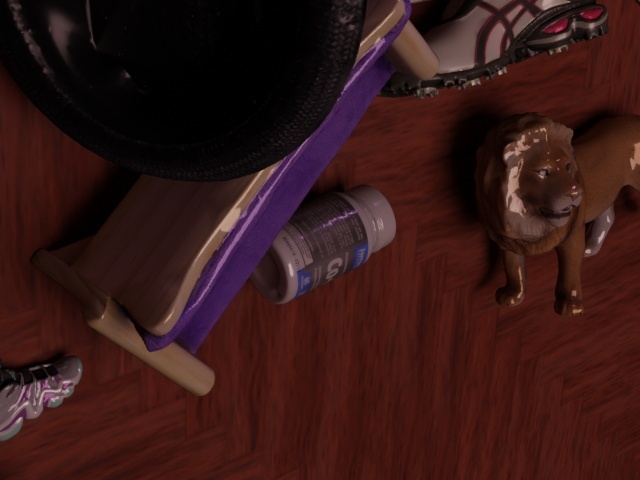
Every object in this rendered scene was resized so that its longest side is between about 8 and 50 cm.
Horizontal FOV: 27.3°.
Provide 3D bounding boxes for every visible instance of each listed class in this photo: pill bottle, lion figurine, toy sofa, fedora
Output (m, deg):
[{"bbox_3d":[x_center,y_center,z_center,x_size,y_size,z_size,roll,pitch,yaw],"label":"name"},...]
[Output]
[{"bbox_3d":[0.000,0.000,1.241,0.137,0.078,0.078,-26,128,-32],"label":"pill bottle"},{"bbox_3d":[0.298,-0.064,1.478,0.392,0.142,0.240,-30,124,-48],"label":"lion figurine"},{"bbox_3d":[-0.049,-0.054,1.091,0.362,0.177,0.150,-55,138,-7],"label":"toy sofa"},{"bbox_3d":[-0.092,-0.215,0.939,0.152,0.334,0.334,-55,149,-55],"label":"fedora"}]

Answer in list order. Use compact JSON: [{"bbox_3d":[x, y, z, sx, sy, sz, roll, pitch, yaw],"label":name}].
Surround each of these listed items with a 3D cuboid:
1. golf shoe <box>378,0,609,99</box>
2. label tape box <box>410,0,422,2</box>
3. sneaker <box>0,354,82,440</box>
[{"bbox_3d":[0.153,-0.214,1.277,0.273,0.105,0.120,-25,101,-29],"label":"golf shoe"},{"bbox_3d":[0.193,-0.361,1.148,0.348,0.115,0.249,-13,125,-25],"label":"label tape box"},{"bbox_3d":[-0.247,0.116,1.094,0.098,0.038,0.069,-41,136,-20],"label":"sneaker"}]
